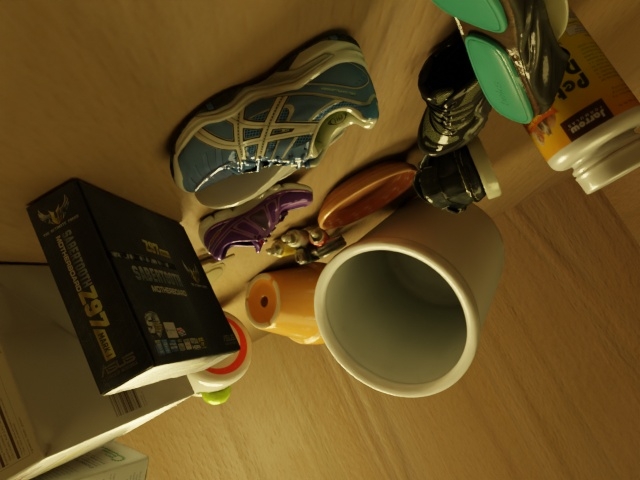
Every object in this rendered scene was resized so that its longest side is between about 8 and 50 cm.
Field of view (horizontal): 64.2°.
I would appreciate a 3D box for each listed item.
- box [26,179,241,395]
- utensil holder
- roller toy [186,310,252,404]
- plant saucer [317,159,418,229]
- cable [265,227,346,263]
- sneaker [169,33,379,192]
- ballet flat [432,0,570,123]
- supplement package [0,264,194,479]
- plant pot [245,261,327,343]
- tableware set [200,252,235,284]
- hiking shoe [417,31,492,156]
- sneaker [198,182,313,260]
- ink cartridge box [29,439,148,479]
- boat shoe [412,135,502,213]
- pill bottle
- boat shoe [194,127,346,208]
[{"bbox_3d":[-0.178,0.052,0.539,0.059,0.183,0.233,-29,167,3],"label":"box"},{"bbox_3d":[0.218,0.091,1.112,0.327,0.328,0.385,-37,179,35],"label":"utensil holder"},{"bbox_3d":[-0.272,0.269,1.239,0.146,0.209,0.191,-40,-162,46],"label":"roller toy"},{"bbox_3d":[0.080,-0.084,0.910,0.200,0.037,0.200,-27,167,-6],"label":"plant saucer"},{"bbox_3d":[0.000,0.000,1.052,0.139,0.072,0.287,-17,180,16],"label":"cable"},{"bbox_3d":[-0.045,-0.097,0.461,0.211,0.081,0.080,-30,170,14],"label":"sneaker"},{"bbox_3d":[0.148,-0.199,0.418,0.096,0.095,0.280,-55,146,7],"label":"ballet flat"},{"bbox_3d":[-0.311,0.151,0.605,0.145,0.204,0.262,-31,169,13],"label":"supplement package"},{"bbox_3d":[-0.069,0.146,1.219,0.188,0.205,0.205,10,143,-46],"label":"plant pot"},{"bbox_3d":[-0.240,0.071,0.843,0.194,0.039,0.128,-23,157,-52],"label":"tableware set"},{"bbox_3d":[0.149,-0.179,0.597,0.114,0.086,0.227,-14,154,-23],"label":"hiking shoe"},{"bbox_3d":[-0.082,-0.023,0.713,0.170,0.071,0.068,-27,168,-7],"label":"sneaker"},{"bbox_3d":[-0.456,0.288,0.646,0.324,0.071,0.330,7,177,32],"label":"ink cartridge box"},{"bbox_3d":[0.205,-0.104,0.825,0.113,0.127,0.340,-24,-169,14],"label":"boat shoe"},{"bbox_3d":[0.307,-0.169,0.628,0.117,0.215,0.117,-27,168,-6],"label":"pill bottle"},{"bbox_3d":[-0.048,-0.092,0.541,0.184,0.066,0.063,-39,166,5],"label":"boat shoe"}]
